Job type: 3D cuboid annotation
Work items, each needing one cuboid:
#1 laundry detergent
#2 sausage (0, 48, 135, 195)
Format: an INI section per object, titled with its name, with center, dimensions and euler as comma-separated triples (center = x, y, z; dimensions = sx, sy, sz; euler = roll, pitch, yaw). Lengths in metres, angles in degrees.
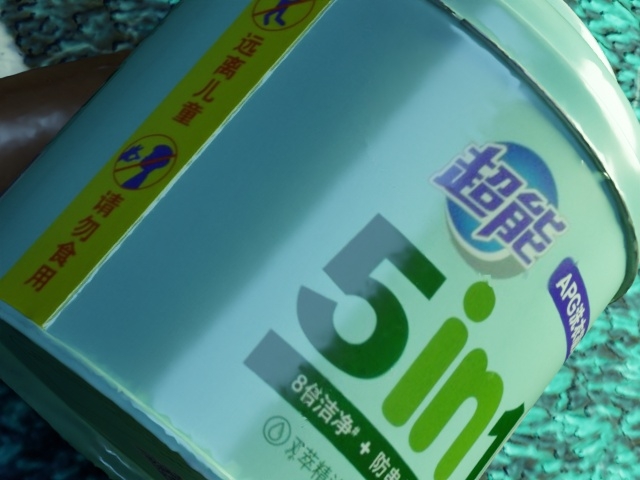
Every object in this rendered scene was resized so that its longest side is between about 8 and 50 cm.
[laundry detergent]
center = 0.000, 0.000, 0.773
dimensions = 0.287, 0.287, 0.305
euler = 42, 73, -7
[sausage]
center = -0.249, -0.032, 0.812
dimensions = 0.419, 0.094, 0.094
euler = -17, 95, -30
